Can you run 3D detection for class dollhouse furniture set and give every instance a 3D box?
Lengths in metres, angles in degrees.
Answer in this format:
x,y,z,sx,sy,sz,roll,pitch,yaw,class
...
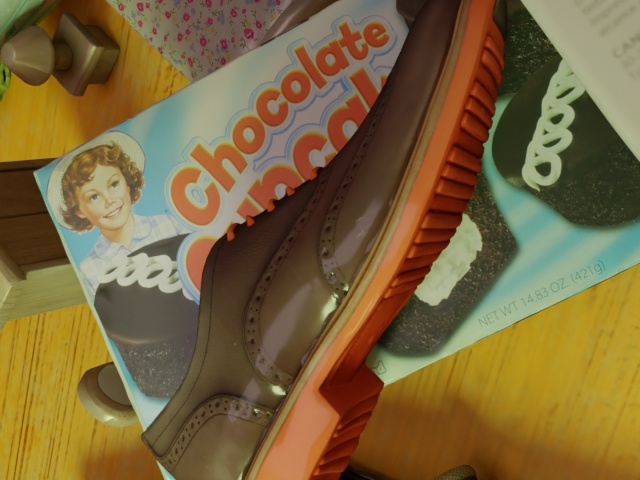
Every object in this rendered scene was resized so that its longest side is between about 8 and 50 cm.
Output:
x,y,z,sx,sy,sz,roll,pitch,yaw,class
-0.094,-0.109,0.595,0.303,0.174,0.355,46,121,21,dollhouse furniture set

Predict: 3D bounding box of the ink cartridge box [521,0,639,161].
x,y,z,sx,sy,sz,roll,pitch,yaw,class
0.181,-0.242,0.407,0.308,0.091,0.385,-38,57,20,ink cartridge box

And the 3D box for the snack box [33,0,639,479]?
x,y,z,sx,sy,sz,roll,pitch,yaw,class
0.028,-0.025,0.509,0.322,0.060,0.187,-28,80,10,snack box

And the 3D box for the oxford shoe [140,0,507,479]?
x,y,z,sx,sy,sz,roll,pitch,yaw,class
0.000,0.000,0.436,0.098,0.097,0.271,26,94,17,oxford shoe

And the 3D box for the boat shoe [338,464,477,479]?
x,y,z,sx,sy,sz,roll,pitch,yaw,class
0.078,0.181,0.568,0.257,0.095,0.095,2,93,36,boat shoe

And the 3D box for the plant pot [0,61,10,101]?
x,y,z,sx,sy,sz,roll,pitch,yaw,class
-0.305,-0.144,0.810,0.079,0.083,0.083,27,113,18,plant pot

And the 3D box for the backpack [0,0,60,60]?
x,y,z,sx,sy,sz,roll,pitch,yaw,class
-0.259,-0.210,0.719,0.182,0.115,0.152,-40,83,16,backpack
